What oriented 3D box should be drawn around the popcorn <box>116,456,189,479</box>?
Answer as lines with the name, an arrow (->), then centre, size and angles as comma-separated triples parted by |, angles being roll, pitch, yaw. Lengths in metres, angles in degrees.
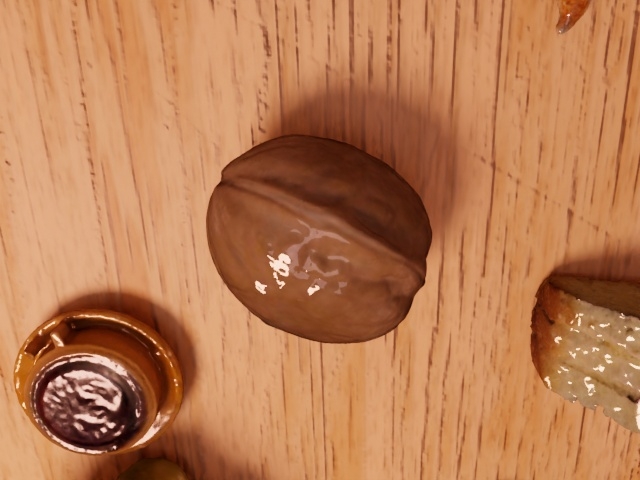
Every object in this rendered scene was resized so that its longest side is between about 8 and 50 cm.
popcorn -> -0.181, 0.338, 0.565 | 0.242, 0.235, 0.250 | -25, 102, -35

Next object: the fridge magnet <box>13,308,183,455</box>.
fridge magnet -> -0.188, 0.125, 0.549 | 0.143, 0.063, 0.143 | 0, 109, -1

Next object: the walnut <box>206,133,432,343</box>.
walnut -> 0.000, 0.000, 0.460 | 0.162, 0.140, 0.140 | 24, 111, 1

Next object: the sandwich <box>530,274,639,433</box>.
sandwich -> 0.316, 0.122, 0.451 | 0.288, 0.254, 0.099 | 8, 118, -1

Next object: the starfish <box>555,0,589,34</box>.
starfish -> 0.194, -0.291, 0.388 | 0.231, 0.048, 0.295 | -12, 110, 16
